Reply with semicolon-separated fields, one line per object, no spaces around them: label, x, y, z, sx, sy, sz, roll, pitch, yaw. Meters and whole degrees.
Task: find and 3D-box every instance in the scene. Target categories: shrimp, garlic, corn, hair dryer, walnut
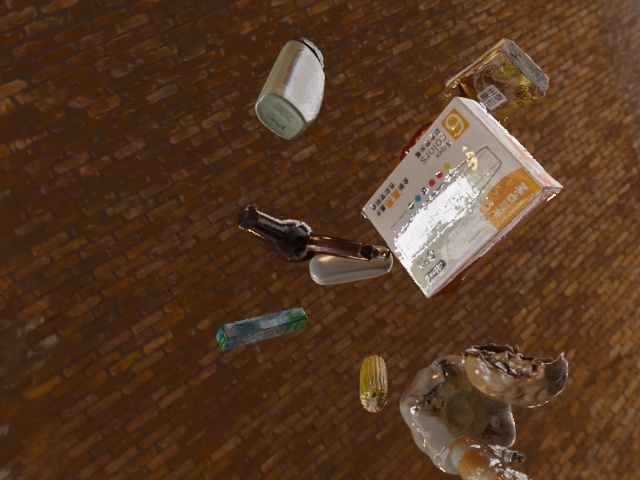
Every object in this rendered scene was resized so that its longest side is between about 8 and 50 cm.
shrimp;0.268;0.347;0.777;0.185;0.287;0.068;29;-92;-4
garlic;0.383;0.475;1.504;0.321;0.241;0.322;3;-75;11
corn;0.152;0.407;1.564;0.081;0.248;0.081;1;-77;5
hair dryer;0.000;0.000;1.322;0.312;0.340;0.123;32;-111;-66
walnut;0.456;0.328;1.313;0.203;0.238;0.142;2;-93;-23

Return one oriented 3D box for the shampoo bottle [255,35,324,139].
shampoo bottle;-0.051;-0.351;1.226;0.134;0.360;0.078;37;-56;-20

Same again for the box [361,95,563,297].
box;0.225;-0.070;0.914;0.091;0.221;0.274;-2;-42;-48

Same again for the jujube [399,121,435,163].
jujube;0.361;-0.233;1.621;0.232;0.213;0.213;38;-98;2

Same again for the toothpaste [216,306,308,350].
toothpaste;-0.163;0.247;1.544;0.266;0.050;0.065;-8;-40;-36

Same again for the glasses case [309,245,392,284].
glasses case;0.085;0.067;1.512;0.233;0.092;0.059;-10;-39;-5

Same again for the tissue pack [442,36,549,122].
tissue pack;0.476;-0.419;1.485;0.183;0.226;0.092;39;-124;-15
